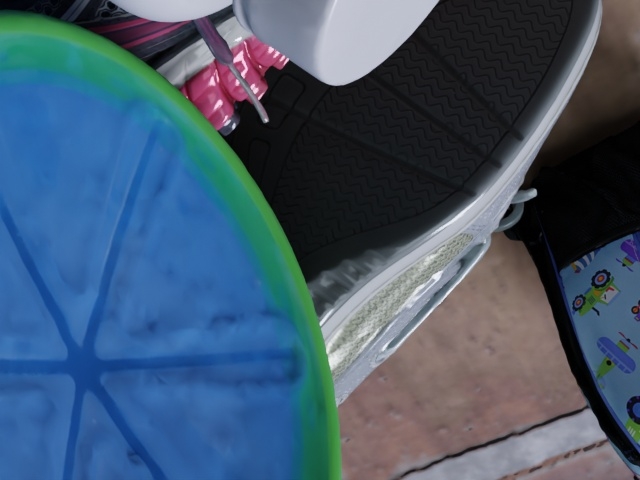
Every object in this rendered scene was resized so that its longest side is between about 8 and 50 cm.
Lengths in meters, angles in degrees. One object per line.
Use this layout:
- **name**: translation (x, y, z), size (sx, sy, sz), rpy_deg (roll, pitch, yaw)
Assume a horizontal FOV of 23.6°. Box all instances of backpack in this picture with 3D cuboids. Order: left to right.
- **backpack**: translation (0.174, 0.044, 0.692), size (0.117, 0.173, 0.158), rpy_deg (-32, 125, 18)

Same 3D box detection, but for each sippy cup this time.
- **sippy cup**: translation (-0.148, 0.069, 0.531), size (0.224, 0.306, 0.240), rpy_deg (-21, 160, 31)

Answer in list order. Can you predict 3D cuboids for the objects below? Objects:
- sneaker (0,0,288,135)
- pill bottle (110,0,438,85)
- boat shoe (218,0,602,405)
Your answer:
- **sneaker**: translation (-0.021, -0.135, 0.558), size (0.112, 0.121, 0.299), rpy_deg (40, 113, -22)
- **pill bottle**: translation (-0.058, -0.143, 0.458), size (0.221, 0.124, 0.124), rpy_deg (37, 125, 14)
- **boat shoe**: translation (0.001, 0.003, 0.657), size (0.320, 0.118, 0.103), rpy_deg (-53, 159, 2)
